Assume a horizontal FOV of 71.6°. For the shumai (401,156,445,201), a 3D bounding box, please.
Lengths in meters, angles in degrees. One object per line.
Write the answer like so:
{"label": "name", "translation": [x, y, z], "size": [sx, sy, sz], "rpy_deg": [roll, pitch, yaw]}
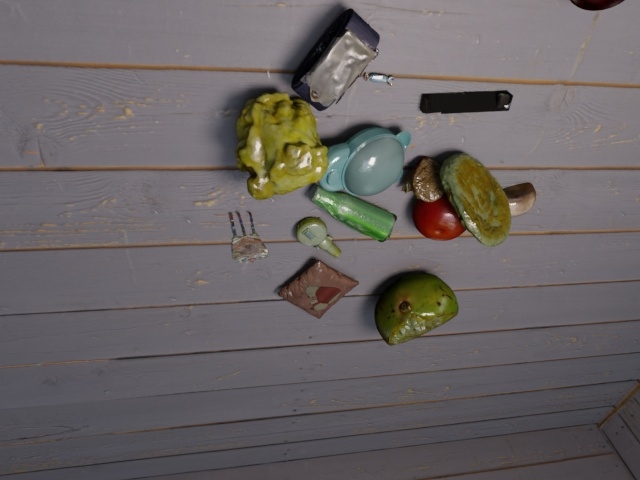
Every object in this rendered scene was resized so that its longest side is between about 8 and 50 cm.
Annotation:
{"label": "shumai", "translation": [0.325, -0.188, 1.368], "size": [0.123, 0.105, 0.139], "rpy_deg": [20, 92, -10]}

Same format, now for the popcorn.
{"label": "popcorn", "translation": [-0.112, -0.248, 1.156], "size": [0.242, 0.250, 0.235], "rpy_deg": [-13, 169, -1]}

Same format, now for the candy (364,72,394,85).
{"label": "candy", "translation": [0.157, -0.429, 1.182], "size": [0.083, 0.020, 0.030], "rpy_deg": [0, 128, -11]}

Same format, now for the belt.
{"label": "belt", "translation": [0.041, -0.428, 1.081], "size": [0.126, 0.139, 0.230], "rpy_deg": [31, 115, -30]}

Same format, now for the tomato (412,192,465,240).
{"label": "tomato", "translation": [0.391, -0.079, 1.428], "size": [0.195, 0.136, 0.195], "rpy_deg": [11, 142, 8]}

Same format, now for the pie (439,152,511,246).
{"label": "pie", "translation": [0.469, -0.118, 1.331], "size": [0.323, 0.323, 0.071], "rpy_deg": [27, 143, -29]}

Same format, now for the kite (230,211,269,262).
{"label": "kite", "translation": [-0.240, -0.010, 1.456], "size": [0.127, 0.016, 0.229], "rpy_deg": [-9, 134, -8]}

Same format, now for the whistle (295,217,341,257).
{"label": "whistle", "translation": [0.000, 0.000, 1.483], "size": [0.104, 0.057, 0.198], "rpy_deg": [-35, 126, 18]}

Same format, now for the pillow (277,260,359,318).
{"label": "pillow", "translation": [-0.006, 0.180, 1.616], "size": [0.223, 0.084, 0.236], "rpy_deg": [30, 120, -33]}

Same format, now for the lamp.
{"label": "lamp", "translation": [0.119, -0.217, 1.269], "size": [0.284, 0.147, 0.209], "rpy_deg": [-2, 134, -9]}

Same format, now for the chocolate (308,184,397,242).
{"label": "chocolate", "translation": [0.096, -0.094, 1.403], "size": [0.291, 0.110, 0.110], "rpy_deg": [24, 121, -24]}

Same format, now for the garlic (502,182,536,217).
{"label": "garlic", "translation": [0.638, -0.127, 1.484], "size": [0.196, 0.101, 0.086], "rpy_deg": [-15, 132, 1]}

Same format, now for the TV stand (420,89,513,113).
{"label": "TV stand", "translation": [0.412, -0.391, 1.255], "size": [0.257, 0.040, 0.048], "rpy_deg": [-5, 130, -8]}

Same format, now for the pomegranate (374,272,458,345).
{"label": "pomegranate", "translation": [0.356, 0.247, 1.684], "size": [0.310, 0.216, 0.359], "rpy_deg": [-35, 158, 17]}

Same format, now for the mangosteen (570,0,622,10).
{"label": "mangosteen", "translation": [0.632, -0.643, 1.014], "size": [0.231, 0.194, 0.194], "rpy_deg": [22, 125, 3]}
